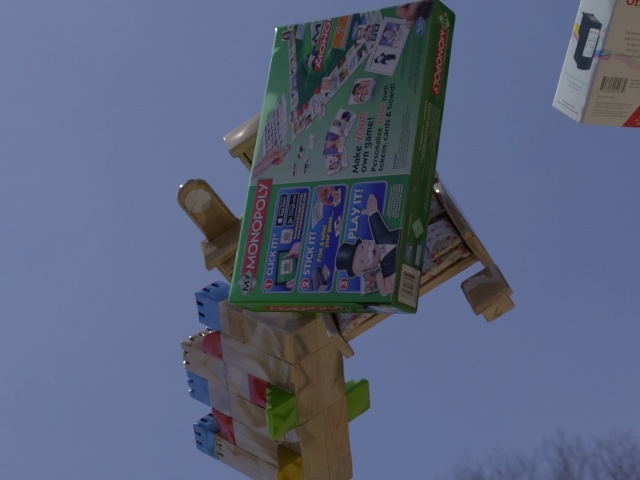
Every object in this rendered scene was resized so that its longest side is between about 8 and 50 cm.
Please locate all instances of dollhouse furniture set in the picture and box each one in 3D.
[{"bbox_3d":[0.000,0.000,1.347,0.303,0.355,0.174,-34,-55,7],"label":"dollhouse furniture set"}]

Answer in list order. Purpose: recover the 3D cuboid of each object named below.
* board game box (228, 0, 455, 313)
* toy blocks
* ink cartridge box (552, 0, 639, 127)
[{"bbox_3d":[0.021,-0.083,1.237,0.213,0.317,0.046,-2,-17,39],"label":"board game box"},{"bbox_3d":[-0.089,0.200,1.725,0.190,0.261,0.382,-28,-56,-39],"label":"toy blocks"},{"bbox_3d":[0.374,-0.232,1.463,0.127,0.072,0.175,1,-66,-25],"label":"ink cartridge box"}]
